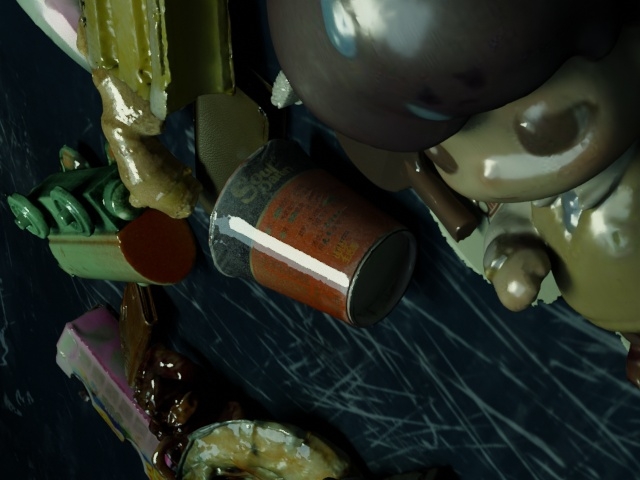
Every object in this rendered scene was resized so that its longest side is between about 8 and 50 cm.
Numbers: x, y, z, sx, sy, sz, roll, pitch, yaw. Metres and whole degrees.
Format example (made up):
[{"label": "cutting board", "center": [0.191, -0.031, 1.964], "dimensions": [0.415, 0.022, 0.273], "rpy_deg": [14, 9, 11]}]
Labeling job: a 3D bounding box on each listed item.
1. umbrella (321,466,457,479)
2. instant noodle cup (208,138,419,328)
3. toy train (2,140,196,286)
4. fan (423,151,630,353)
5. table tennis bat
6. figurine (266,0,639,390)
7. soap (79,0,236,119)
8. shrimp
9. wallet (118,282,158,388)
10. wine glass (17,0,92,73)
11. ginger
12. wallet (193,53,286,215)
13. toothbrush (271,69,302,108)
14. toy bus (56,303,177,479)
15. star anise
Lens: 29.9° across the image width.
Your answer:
[{"label": "umbrella", "center": [0.043, 0.257, 1.167], "dimensions": [0.235, 0.059, 0.066], "rpy_deg": [-17, 99, 48]}, {"label": "instant noodle cup", "center": [0.000, 0.002, 0.958], "dimensions": [0.135, 0.127, 0.127], "rpy_deg": [29, 142, 30]}, {"label": "toy train", "center": [-0.245, -0.018, 1.364], "dimensions": [0.177, 0.116, 0.285], "rpy_deg": [54, 155, -19]}, {"label": "fan", "center": [0.162, 0.014, 0.799], "dimensions": [0.329, 0.009, 0.191], "rpy_deg": [52, 153, 17]}, {"label": "table tennis bat", "center": [0.015, -0.046, 0.859], "dimensions": [0.170, 0.119, 0.107], "rpy_deg": [50, 153, 24]}, {"label": "figurine", "center": [0.106, -0.052, 0.610], "dimensions": [0.365, 0.206, 0.218], "rpy_deg": [65, 167, -19]}, {"label": "soap", "center": [-0.134, -0.226, 0.944], "dimensions": [0.135, 0.076, 0.233], "rpy_deg": [37, 139, 39]}, {"label": "shrimp", "center": [-0.074, 0.311, 1.351], "dimensions": [0.233, 0.071, 0.365], "rpy_deg": [36, 135, -2]}, {"label": "wallet", "center": [-0.234, 0.107, 1.510], "dimensions": [0.176, 0.026, 0.095], "rpy_deg": [114, 145, -55]}, {"label": "wine glass", "center": [-0.224, -0.196, 1.167], "dimensions": [0.155, 0.073, 0.073], "rpy_deg": [53, 153, 5]}, {"label": "ginger", "center": [-0.176, -0.156, 1.096], "dimensions": [0.089, 0.075, 0.288], "rpy_deg": [-13, 95, 23]}, {"label": "wallet", "center": [-0.076, -0.080, 1.080], "dimensions": [0.110, 0.031, 0.198], "rpy_deg": [43, 149, 26]}, {"label": "toothbrush", "center": [0.012, -0.174, 0.832], "dimensions": [0.025, 0.029, 0.307], "rpy_deg": [59, 154, 14]}, {"label": "toy bus", "center": [-0.253, 0.208, 1.623], "dimensions": [0.274, 0.090, 0.112], "rpy_deg": [44, 144, 26]}, {"label": "star anise", "center": [-0.149, 0.223, 1.424], "dimensions": [0.220, 0.126, 0.190], "rpy_deg": [22, 137, 54]}]
